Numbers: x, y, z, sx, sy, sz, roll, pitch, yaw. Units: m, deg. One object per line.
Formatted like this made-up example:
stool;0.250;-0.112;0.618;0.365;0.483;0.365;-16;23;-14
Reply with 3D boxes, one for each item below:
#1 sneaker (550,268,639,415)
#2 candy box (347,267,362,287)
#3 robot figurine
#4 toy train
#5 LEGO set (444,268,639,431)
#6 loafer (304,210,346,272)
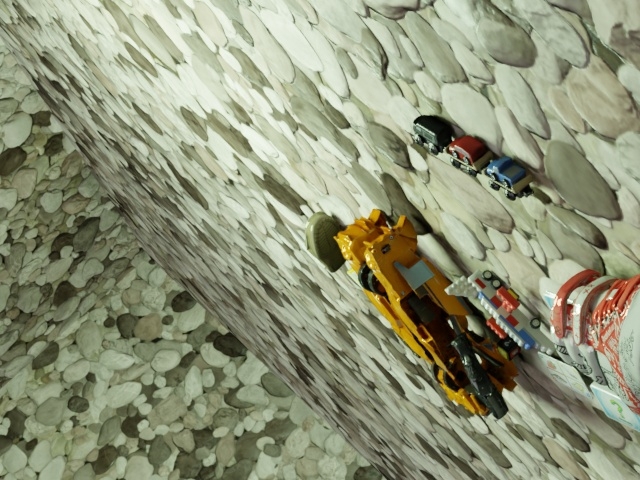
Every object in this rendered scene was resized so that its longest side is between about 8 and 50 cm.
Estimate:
sneaker;0.260;0.068;1.107;0.145;0.090;0.270;37;167;31
candy box;0.097;0.062;1.785;0.105;0.027;0.206;44;168;-1
robot figurine;0.140;0.097;1.593;0.291;0.085;0.211;52;171;-15
toy train;0.140;-0.081;1.197;0.158;0.027;0.036;36;153;43
LEGO set;0.244;0.123;1.422;0.182;0.060;0.244;57;165;-25
loafer;0.000;0.000;1.850;0.050;0.056;0.148;34;163;25
